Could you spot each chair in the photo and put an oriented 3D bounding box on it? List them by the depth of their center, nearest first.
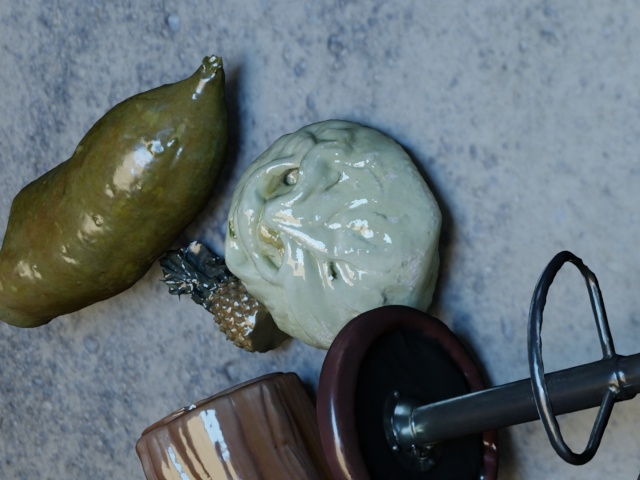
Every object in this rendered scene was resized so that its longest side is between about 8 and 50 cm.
[{"bbox_3d":[0.163,0.131,1.279,0.401,0.226,0.226,-21,89,41],"label":"chair"}]

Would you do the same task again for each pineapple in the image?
[{"bbox_3d":[-0.100,0.053,1.586,0.159,0.074,0.074,31,121,37],"label":"pineapple"}]

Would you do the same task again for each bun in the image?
[{"bbox_3d":[0.000,0.000,1.443,0.231,0.133,0.231,12,109,39],"label":"bun"}]

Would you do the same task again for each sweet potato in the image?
[{"bbox_3d":[-0.195,-0.042,1.581,0.369,0.158,0.158,-35,80,36],"label":"sweet potato"}]

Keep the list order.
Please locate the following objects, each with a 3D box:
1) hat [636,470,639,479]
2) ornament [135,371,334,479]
[{"bbox_3d":[0.348,0.214,1.259,0.193,0.082,0.193,-29,46,35],"label":"hat"},{"bbox_3d":[-0.057,0.254,1.535,0.235,0.221,0.218,-25,81,1],"label":"ornament"}]
